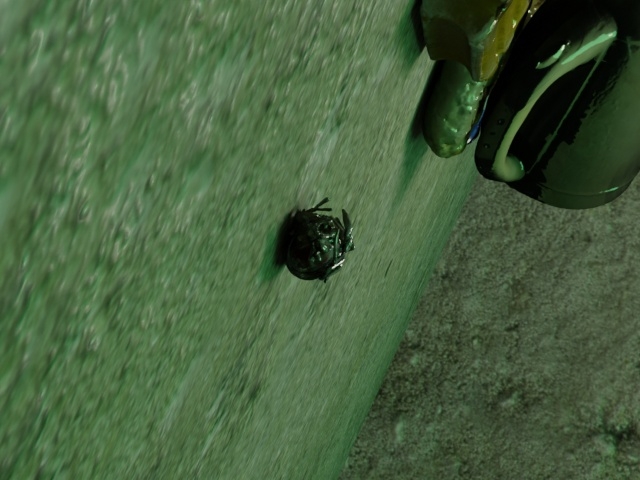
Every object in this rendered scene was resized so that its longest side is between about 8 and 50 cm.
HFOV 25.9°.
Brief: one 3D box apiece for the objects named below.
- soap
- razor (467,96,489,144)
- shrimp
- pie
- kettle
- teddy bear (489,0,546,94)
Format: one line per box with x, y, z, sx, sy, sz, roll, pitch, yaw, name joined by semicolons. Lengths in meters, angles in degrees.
0.163;-0.249;1.367;0.160;0.080;0.257;-64;173;-1;soap
0.280;-0.228;2.409;0.324;0.093;0.056;-43;117;-61;razor
0.000;0.000;1.137;0.065;0.056;0.165;-48;179;-12;shrimp
0.203;-0.240;1.730;0.306;0.071;0.306;-62;173;-13;pie
0.323;-0.203;1.781;0.321;0.228;0.324;-30;156;-27;kettle
0.343;-0.349;2.040;0.267;0.156;0.256;97;18;-63;teddy bear
